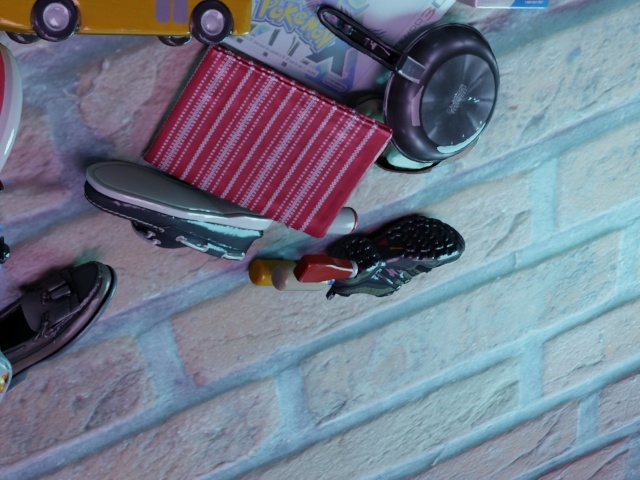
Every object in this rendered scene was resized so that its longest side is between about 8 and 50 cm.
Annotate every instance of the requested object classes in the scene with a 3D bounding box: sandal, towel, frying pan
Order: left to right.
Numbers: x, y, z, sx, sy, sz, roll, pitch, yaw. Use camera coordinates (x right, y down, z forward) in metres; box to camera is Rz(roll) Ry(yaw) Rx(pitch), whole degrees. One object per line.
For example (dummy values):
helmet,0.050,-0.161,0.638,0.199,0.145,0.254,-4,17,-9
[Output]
towel,-0.065,-0.124,1.684,0.275,0.031,0.199,24,119,-20
sandal,0.124,-0.133,1.814,0.303,0.086,0.120,-2,134,-49
frying pan,0.142,-0.234,1.698,0.197,0.053,0.326,-44,132,-12

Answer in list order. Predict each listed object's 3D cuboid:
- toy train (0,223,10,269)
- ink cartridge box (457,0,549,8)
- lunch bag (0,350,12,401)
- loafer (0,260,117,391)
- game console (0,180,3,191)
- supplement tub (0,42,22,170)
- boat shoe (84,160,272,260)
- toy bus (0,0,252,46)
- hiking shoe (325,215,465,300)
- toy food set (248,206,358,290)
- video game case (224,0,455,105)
toy train,-0.465,0.001,1.571,0.105,0.080,0.184,-14,160,30
ink cartridge box,0.234,-0.405,1.588,0.134,0.078,0.231,-7,118,-38
lunch bag,-0.554,0.187,1.634,0.279,0.108,0.224,23,101,-31
loafer,-0.391,0.116,1.747,0.267,0.096,0.084,-40,135,12
game console,-0.452,-0.057,1.496,0.144,0.085,0.124,-8,158,-27
supplement tub,-0.462,-0.153,1.323,0.272,0.191,0.191,19,120,-40
boat shoe,-0.191,-0.029,1.708,0.302,0.114,0.091,14,117,-41
toy bus,-0.240,-0.276,1.391,0.333,0.108,0.130,-4,98,-31
hiking shoe,0.113,0.033,2.019,0.227,0.086,0.114,-11,150,-17
toy food set,0.000,0.000,1.869,0.104,0.111,0.232,2,132,-38
video game case,0.035,-0.328,1.605,0.329,0.036,0.300,22,117,-45
